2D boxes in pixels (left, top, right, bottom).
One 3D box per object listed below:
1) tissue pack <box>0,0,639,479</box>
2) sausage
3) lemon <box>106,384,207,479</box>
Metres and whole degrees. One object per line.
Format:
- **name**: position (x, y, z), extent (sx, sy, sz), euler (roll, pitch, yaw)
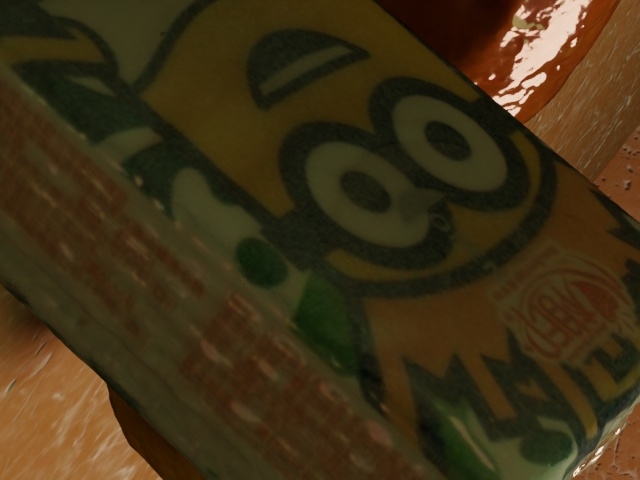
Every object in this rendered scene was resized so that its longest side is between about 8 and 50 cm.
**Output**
- **tissue pack**: position (0.000, 0.000, 0.811), extent (0.228, 0.311, 0.128), euler (-35, 163, -51)
- **sausage**: position (0.104, -0.167, 1.085), extent (0.141, 0.153, 0.268), euler (-36, 160, -52)
- **lemon**: position (0.007, 0.047, 1.043), extent (0.310, 0.253, 0.253), euler (-9, -151, 51)
